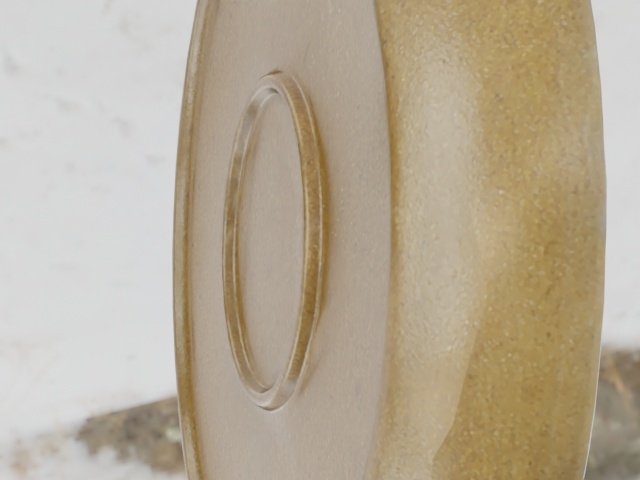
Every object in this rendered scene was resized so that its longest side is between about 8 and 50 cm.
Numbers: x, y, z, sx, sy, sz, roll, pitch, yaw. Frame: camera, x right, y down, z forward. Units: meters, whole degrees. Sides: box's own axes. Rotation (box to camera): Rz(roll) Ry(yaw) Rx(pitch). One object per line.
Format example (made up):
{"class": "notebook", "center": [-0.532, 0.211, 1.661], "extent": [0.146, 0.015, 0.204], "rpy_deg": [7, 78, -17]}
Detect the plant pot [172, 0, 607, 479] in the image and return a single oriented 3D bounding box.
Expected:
{"class": "plant pot", "center": [0.000, 0.000, 0.411], "extent": [0.032, 0.236, 0.236], "rpy_deg": [2, 146, -17]}
